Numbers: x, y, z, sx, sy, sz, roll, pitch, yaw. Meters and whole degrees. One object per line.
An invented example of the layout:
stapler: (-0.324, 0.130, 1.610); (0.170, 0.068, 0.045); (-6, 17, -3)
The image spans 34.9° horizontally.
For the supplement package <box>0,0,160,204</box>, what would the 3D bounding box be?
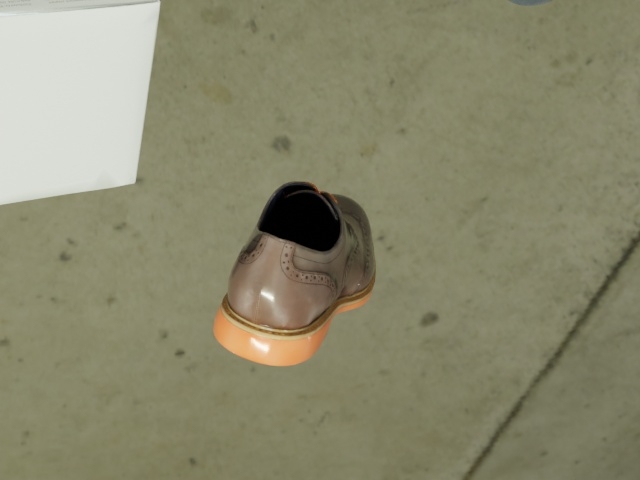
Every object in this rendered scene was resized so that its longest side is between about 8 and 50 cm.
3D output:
supplement package: (-0.275, -0.169, 0.945); (0.204, 0.145, 0.262); (-11, 151, -22)

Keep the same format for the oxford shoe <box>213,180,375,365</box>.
oxford shoe: (0.000, 0.000, 0.788); (0.096, 0.271, 0.098); (17, 111, 6)

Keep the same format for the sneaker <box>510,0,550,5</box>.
sneaker: (0.174, -0.242, 0.623); (0.069, 0.082, 0.209); (27, 116, -4)
